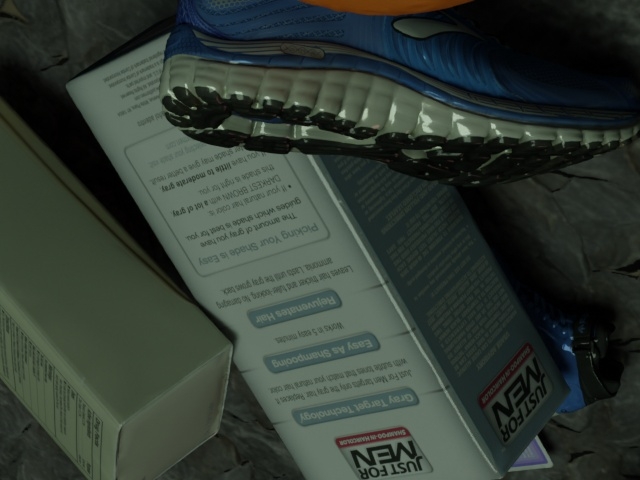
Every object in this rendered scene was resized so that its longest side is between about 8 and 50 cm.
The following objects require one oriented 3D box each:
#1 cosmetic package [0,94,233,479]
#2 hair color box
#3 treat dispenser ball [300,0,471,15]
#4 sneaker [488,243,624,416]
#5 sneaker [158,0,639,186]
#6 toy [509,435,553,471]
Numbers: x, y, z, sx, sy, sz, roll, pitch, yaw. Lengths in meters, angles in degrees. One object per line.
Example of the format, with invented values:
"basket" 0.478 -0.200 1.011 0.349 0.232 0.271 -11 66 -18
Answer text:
"cosmetic package" -0.212 0.039 1.277 0.309 0.113 0.160 45 153 17
"hair color box" 0.000 0.000 1.179 0.185 0.113 0.374 -17 108 45
"treat dispenser ball" 0.036 -0.264 0.873 0.288 0.288 0.288 14 131 17
"sneaker" 0.172 0.059 1.221 0.085 0.058 0.152 -19 107 29
"sneaker" 0.065 -0.122 1.033 0.330 0.147 0.130 9 167 -26
"toy" 0.058 0.161 1.362 0.237 0.056 0.137 -16 116 36
